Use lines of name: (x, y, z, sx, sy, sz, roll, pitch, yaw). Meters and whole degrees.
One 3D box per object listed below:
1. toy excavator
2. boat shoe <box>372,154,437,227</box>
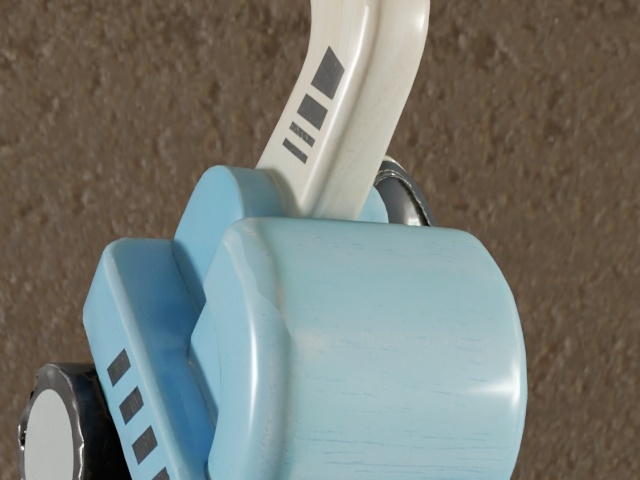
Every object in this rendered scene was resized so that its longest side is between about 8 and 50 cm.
toy excavator: (0.000, 0.000, 0.731, 0.222, 0.445, 0.433, 6, 39, -30)
boat shoe: (0.080, 0.045, 1.201, 0.095, 0.254, 0.079, -19, 28, -16)
